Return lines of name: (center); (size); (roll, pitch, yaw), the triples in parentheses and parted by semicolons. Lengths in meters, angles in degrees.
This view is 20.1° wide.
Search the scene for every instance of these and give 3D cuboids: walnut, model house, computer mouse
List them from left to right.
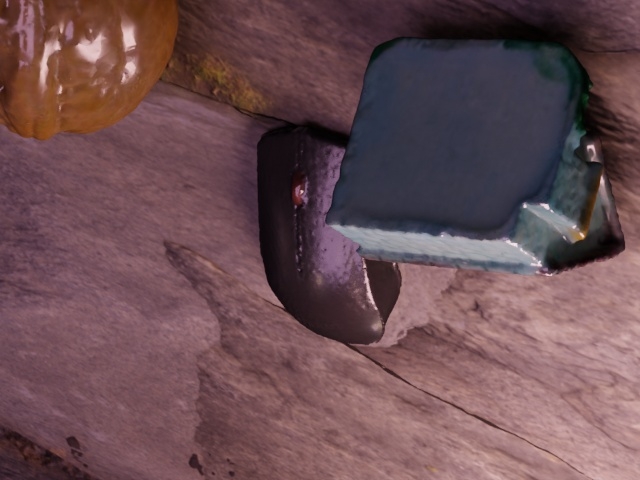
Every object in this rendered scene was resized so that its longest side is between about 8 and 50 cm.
walnut: (-0.317, -0.265, 2.080); (0.333, 0.333, 0.333); (21, 132, 25)
computer mouse: (-0.003, 0.003, 2.179); (0.168, 0.087, 0.295); (9, 124, 37)
model house: (0.196, -0.065, 1.923); (0.280, 0.230, 0.249); (8, 167, 37)
